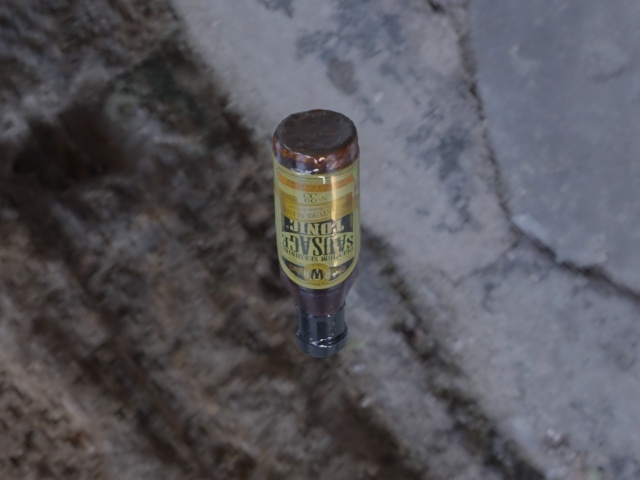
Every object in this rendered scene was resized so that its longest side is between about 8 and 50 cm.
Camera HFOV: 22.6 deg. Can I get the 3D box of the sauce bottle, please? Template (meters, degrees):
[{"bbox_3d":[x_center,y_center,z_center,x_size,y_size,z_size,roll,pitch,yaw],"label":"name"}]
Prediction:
[{"bbox_3d":[0.000,0.000,0.762,0.042,0.042,0.128,17,132,25],"label":"sauce bottle"}]
